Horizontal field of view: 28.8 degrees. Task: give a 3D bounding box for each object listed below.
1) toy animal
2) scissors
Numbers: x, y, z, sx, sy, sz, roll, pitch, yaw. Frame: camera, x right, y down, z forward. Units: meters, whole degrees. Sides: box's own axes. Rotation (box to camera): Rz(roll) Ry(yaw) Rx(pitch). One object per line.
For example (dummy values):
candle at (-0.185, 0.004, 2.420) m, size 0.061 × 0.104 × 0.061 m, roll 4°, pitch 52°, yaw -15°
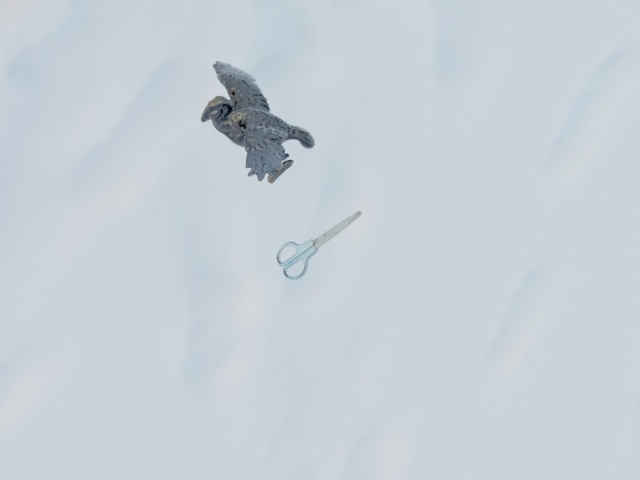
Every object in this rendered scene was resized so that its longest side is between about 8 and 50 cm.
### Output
toy animal at (-0.061, -0.106, 1.178) m, size 0.062 × 0.220 × 0.108 m, roll -40°, pitch 122°, yaw 14°
scissors at (0.000, 0.000, 1.020) m, size 0.083 × 0.036 × 0.006 m, roll -36°, pitch 146°, yaw 11°
